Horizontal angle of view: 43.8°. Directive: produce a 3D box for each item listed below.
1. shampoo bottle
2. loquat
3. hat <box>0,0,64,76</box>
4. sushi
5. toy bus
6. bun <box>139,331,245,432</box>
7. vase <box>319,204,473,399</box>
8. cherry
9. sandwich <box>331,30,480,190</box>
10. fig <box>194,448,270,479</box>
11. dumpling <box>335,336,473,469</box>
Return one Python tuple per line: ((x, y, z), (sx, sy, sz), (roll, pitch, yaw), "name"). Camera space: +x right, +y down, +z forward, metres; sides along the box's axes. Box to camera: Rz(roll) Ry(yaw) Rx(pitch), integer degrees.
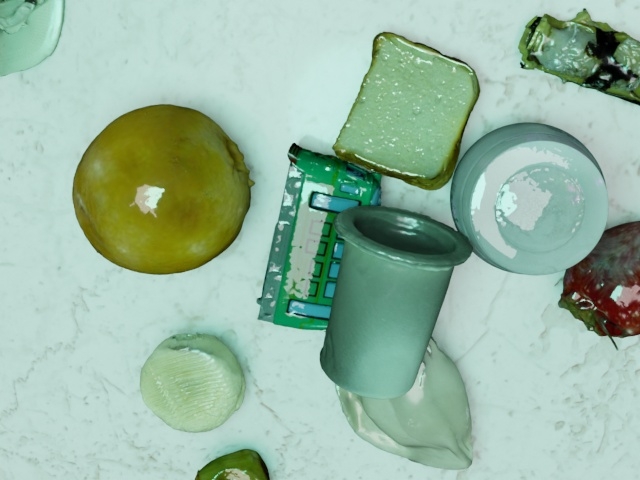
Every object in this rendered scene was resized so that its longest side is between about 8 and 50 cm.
((0.371, -0.073, 1.428), (0.273, 0.266, 0.273), (1, 101, 7), "shampoo bottle")
((-0.292, -0.093, 1.487), (0.328, 0.328, 0.328), (2, 103, 7), "loquat")
((-0.608, -0.460, 1.508), (0.168, 0.258, 0.301), (21, 117, 14), "hat")
((0.505, -0.334, 1.425), (0.291, 0.131, 0.139), (21, 106, 11), "sushi")
((0.000, 0.000, 1.534), (0.199, 0.183, 0.343), (12, 105, 1), "toy bus")
((-0.257, 0.286, 1.658), (0.220, 0.134, 0.220), (1, 107, 4), "bun")
((0.115, 0.110, 1.400), (0.245, 0.245, 0.291), (14, 113, 4), "vase")
((0.567, 0.065, 1.479), (0.175, 0.192, 0.250), (25, 100, -35), "cherry")
((0.164, -0.235, 1.471), (0.226, 0.087, 0.251), (19, 82, 7), "sandwich")
((-0.185, 0.517, 1.691), (0.165, 0.154, 0.144), (6, 94, -38), "fig")
((0.162, 0.315, 1.602), (0.260, 0.181, 0.341), (-14, 128, 29), "dumpling")
